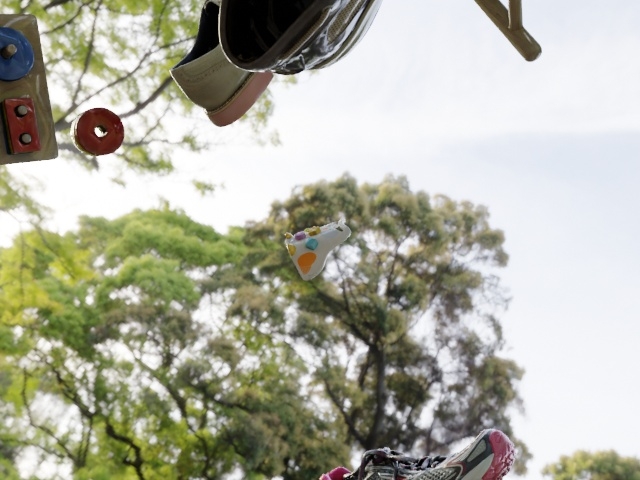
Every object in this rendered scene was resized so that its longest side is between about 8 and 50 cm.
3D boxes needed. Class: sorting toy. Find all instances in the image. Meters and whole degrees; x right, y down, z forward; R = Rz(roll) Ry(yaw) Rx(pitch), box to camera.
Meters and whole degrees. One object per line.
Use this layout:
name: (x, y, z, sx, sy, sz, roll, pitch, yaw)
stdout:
sorting toy: (-0.306, -0.127, 0.602, 0.046, 0.274, 0.133, 6, -76, 57)
sorting toy: (0.000, 0.000, 0.841, 0.075, 0.083, 0.045, -28, -71, 3)

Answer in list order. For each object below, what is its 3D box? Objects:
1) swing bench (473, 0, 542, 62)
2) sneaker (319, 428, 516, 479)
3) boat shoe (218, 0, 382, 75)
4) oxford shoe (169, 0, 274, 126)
swing bench: (0.233, -0.343, 0.699, 0.255, 0.253, 0.165, 56, -9, 42)
sneaker: (0.102, 0.297, 0.863, 0.299, 0.120, 0.112, -39, -113, 34)
boat shoe: (0.020, -0.257, 0.505, 0.132, 0.130, 0.355, 36, -47, 11)
oxford shoe: (-0.113, -0.393, 1.224, 0.140, 0.397, 0.146, 3, -30, 48)
